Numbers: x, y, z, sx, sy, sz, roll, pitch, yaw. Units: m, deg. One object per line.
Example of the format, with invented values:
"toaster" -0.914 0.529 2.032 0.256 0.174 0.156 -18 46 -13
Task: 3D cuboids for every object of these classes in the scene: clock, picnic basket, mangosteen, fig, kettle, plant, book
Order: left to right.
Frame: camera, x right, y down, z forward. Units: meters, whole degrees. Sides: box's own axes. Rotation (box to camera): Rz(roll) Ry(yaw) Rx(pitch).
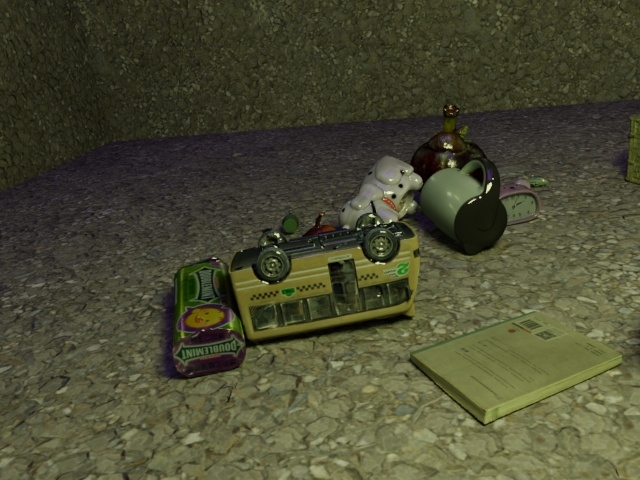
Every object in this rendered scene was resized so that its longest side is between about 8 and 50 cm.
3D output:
"plant" -0.086 -0.054 1.775 0.051 0.051 0.102 -7 15 1
"fig" -0.003 0.017 1.466 0.128 0.150 0.128 -18 51 23
"clock" 0.148 -0.091 1.660 0.188 0.189 0.254 8 38 35
"mangosteen" 0.382 -0.245 1.782 0.231 0.289 0.231 8 13 -2
"kettle" 0.367 -0.102 1.523 0.161 0.221 0.236 13 18 -13
"clock" 0.504 -0.100 1.615 0.152 0.110 0.050 -12 18 -9
"book" 0.322 0.196 1.026 0.282 0.025 0.215 -14 21 -19
"picnic basket" 0.978 -0.267 1.775 0.134 0.196 0.154 -14 21 -15

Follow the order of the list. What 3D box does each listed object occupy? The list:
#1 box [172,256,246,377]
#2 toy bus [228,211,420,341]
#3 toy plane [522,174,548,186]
"box" -0.233 0.142 1.246 0.134 0.097 0.345 -11 21 -8
"toy bus" 0.013 0.072 1.212 0.365 0.202 0.177 -10 14 0
"toy plane" 0.657 -0.180 1.885 0.083 0.033 0.080 12 27 26
